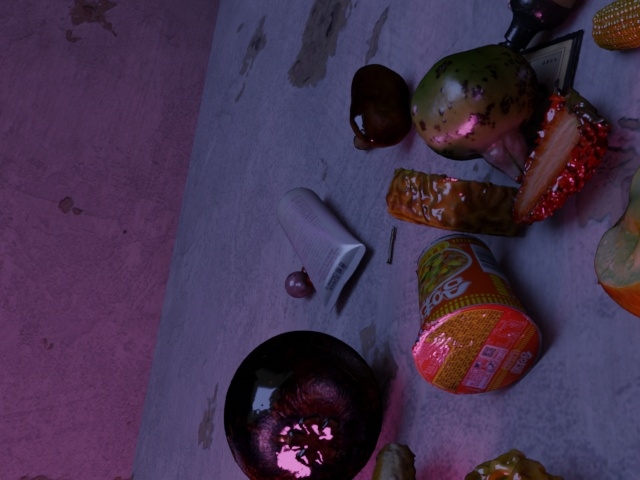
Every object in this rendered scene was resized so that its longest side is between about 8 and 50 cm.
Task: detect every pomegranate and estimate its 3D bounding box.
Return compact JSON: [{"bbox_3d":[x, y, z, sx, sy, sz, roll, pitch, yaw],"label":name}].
[{"bbox_3d":[0.277,-0.200,1.266,0.248,0.214,0.214,57,135,14],"label":"pomegranate"}]

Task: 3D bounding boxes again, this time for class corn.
[{"bbox_3d":[0.472,-0.316,1.062,0.238,0.080,0.080,12,85,67],"label":"corn"}]

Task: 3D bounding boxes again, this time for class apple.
[{"bbox_3d":[0.412,0.001,0.884,0.195,0.160,0.173,-65,29,11],"label":"apple"}]

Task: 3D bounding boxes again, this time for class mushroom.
[{"bbox_3d":[0.120,-0.259,1.741,0.217,0.148,0.227,110,173,-55],"label":"mushroom"}]

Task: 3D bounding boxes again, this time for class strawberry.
[{"bbox_3d":[0.367,-0.122,1.162,0.167,0.087,0.208,-93,22,-54],"label":"strawberry"}]

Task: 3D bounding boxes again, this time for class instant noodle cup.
[{"bbox_3d":[0.227,0.101,1.203,0.193,0.193,0.212,-57,21,31],"label":"instant noodle cup"}]

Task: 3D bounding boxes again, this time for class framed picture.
[{"bbox_3d":[0.365,-0.255,1.327,0.195,0.010,0.199,-2,73,63],"label":"framed picture"}]

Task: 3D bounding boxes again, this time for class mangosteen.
[{"bbox_3d":[-0.036,0.325,1.455,0.330,0.330,0.330,-44,37,47],"label":"mangosteen"}]

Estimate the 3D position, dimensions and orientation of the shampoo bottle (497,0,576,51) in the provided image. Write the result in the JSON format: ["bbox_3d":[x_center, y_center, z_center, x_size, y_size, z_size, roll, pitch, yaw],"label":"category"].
[{"bbox_3d":[0.391,-0.434,1.281,0.284,0.101,0.101,-59,28,27],"label":"shampoo bottle"}]

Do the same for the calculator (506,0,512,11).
[{"bbox_3d":[0.397,-0.477,1.378,0.175,0.032,0.100,-63,26,22],"label":"calculator"}]

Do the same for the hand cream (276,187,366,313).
[{"bbox_3d":[0.000,0.000,1.830,0.185,0.118,0.358,-59,35,20],"label":"hand cream"}]

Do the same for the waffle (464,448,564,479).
[{"bbox_3d":[0.244,0.437,0.949,0.324,0.151,0.261,-97,29,-49],"label":"waffle"}]

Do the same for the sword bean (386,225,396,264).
[{"bbox_3d":[0.149,0.010,1.605,0.012,0.012,0.083,-18,59,61],"label":"sword bean"}]

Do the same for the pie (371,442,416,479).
[{"bbox_3d":[0.100,0.466,1.188,0.315,0.092,0.315,8,-90,-85],"label":"pie"}]

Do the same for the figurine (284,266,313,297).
[{"bbox_3d":[-0.053,0.110,1.892,0.083,0.071,0.067,-145,32,-72],"label":"figurine"}]

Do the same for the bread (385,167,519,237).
[{"bbox_3d":[0.223,-0.064,1.296,0.222,0.181,0.096,-160,77,-65],"label":"bread"}]
